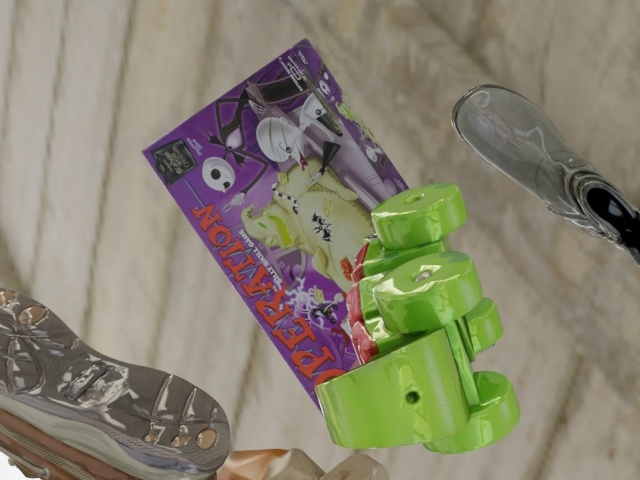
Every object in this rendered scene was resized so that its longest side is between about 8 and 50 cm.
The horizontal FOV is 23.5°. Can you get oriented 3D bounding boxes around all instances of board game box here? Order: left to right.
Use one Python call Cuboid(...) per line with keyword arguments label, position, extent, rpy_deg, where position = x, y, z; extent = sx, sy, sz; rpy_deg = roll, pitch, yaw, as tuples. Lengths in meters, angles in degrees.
Cuboid(label="board game box", position=(0.000, 0.000, 1.514), extent=(0.208, 0.056, 0.347), rpy_deg=(-31, -83, 33))

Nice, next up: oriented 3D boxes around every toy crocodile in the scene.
Cuboid(label="toy crocodile", position=(0.061, 0.049, 1.015), extent=(0.340, 0.105, 0.115), rpy_deg=(-83, 156, -70))

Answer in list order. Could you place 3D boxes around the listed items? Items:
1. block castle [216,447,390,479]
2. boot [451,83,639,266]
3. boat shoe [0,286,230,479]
Cuboid(label="block castle", position=(-0.142, 0.341, 1.231), extent=(0.453, 0.303, 0.213), rpy_deg=(-10, -70, 27))
Cuboid(label="boot", position=(0.260, -0.071, 1.620), extent=(0.083, 0.246, 0.161), rpy_deg=(-52, -160, 3))
Cuboid(label="boat shoe", position=(-0.226, 0.137, 1.229), extent=(0.324, 0.123, 0.116), rpy_deg=(26, -55, 21))
